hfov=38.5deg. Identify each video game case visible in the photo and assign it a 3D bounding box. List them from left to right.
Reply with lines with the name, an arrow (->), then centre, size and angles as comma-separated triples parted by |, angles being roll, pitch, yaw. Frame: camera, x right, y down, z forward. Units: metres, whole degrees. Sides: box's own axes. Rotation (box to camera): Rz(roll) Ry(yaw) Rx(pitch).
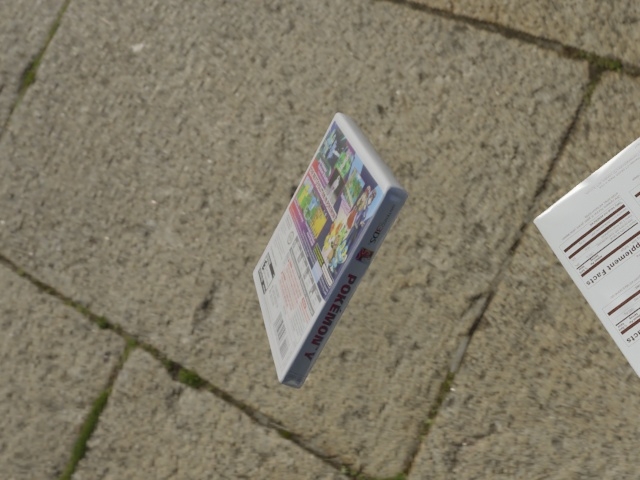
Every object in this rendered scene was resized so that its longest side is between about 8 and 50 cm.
video game case -> 0.000, 0.000, 0.786 | 0.183, 0.023, 0.201 | -62, 20, 17

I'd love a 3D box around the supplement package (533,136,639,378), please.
supplement package -> 0.320, 0.035, 0.752 | 0.149, 0.194, 0.203 | -41, 59, 22
